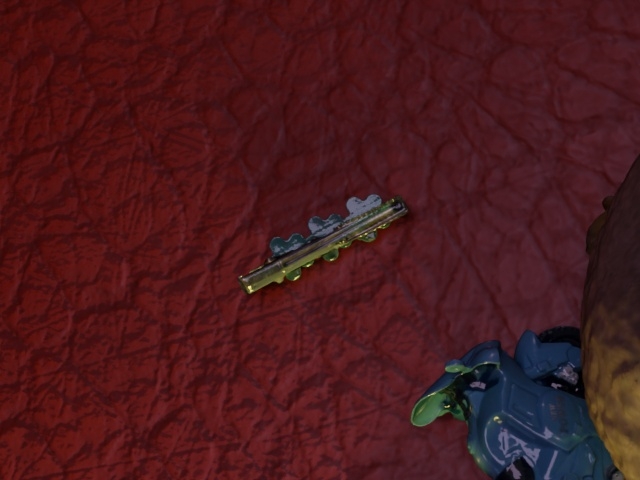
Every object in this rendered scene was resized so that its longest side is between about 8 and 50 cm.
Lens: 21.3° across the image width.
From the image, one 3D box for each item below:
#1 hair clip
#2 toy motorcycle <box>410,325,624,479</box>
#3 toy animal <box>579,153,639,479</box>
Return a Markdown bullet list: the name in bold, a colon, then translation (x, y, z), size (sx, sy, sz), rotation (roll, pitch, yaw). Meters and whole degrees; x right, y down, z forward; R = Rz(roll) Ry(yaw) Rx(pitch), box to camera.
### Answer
- **hair clip**: translation (0.000, -0.001, 1.581), size (0.173, 0.049, 0.049), rotation (-27, 73, 3)
- **toy motorcycle**: translation (0.169, 0.193, 1.444), size (0.182, 0.123, 0.272), rotation (2, 61, -6)
- **toy animal**: translation (0.308, 0.049, 1.392), size (0.188, 0.226, 0.358), rotation (14, 82, 5)
